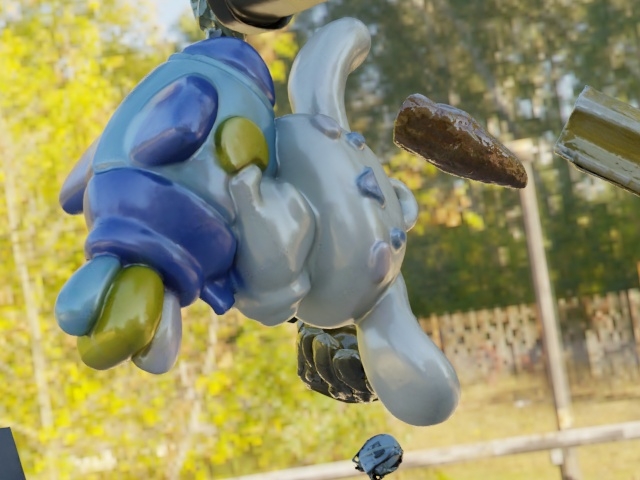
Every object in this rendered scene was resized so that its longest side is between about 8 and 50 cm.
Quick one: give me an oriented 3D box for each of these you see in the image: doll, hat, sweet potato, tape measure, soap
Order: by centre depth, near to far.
[{"bbox_3d":[-0.056,-0.036,1.123,0.365,0.376,0.187,3,-46,-36],"label":"doll"},{"bbox_3d":[-0.115,-0.282,1.684,0.081,0.122,0.166,-25,8,-1],"label":"hat"},{"bbox_3d":[0.429,-0.092,1.691,0.274,0.089,0.173,26,17,8],"label":"soap"},{"bbox_3d":[0.216,-0.146,2.122,0.251,0.097,0.097,25,-15,-21],"label":"sweet potato"},{"bbox_3d":[0.114,0.420,2.676,0.094,0.054,0.091,-41,32,-13],"label":"tape measure"}]

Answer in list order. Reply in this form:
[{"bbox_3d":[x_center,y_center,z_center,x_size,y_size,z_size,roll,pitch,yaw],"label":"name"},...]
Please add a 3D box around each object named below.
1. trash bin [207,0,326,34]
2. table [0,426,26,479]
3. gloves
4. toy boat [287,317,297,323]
[{"bbox_3d":[0.000,-0.365,1.536,0.250,0.220,0.219,-12,0,13],"label":"trash bin"},{"bbox_3d":[-0.398,0.282,1.635,0.070,0.083,0.082,-4,-44,-29],"label":"table"},{"bbox_3d":[0.040,0.134,1.760,0.154,0.141,0.331,-5,19,-8],"label":"gloves"},{"bbox_3d":[0.000,0.000,1.763,0.103,0.093,0.246,29,-65,-28],"label":"toy boat"}]
